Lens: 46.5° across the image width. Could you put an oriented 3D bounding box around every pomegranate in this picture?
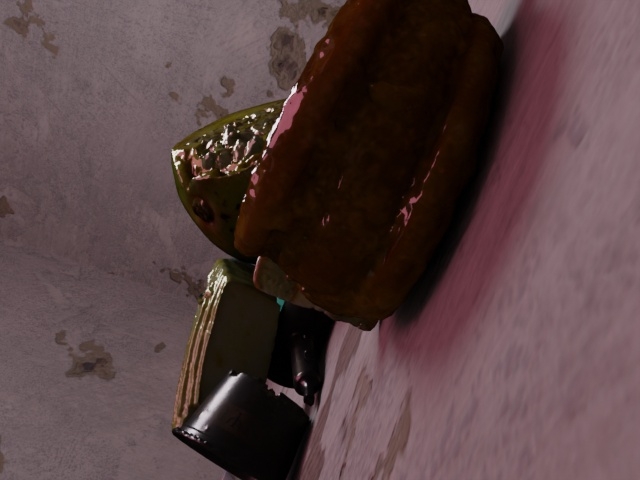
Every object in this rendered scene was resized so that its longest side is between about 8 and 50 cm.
[{"bbox_3d":[-0.026,-0.089,1.066,0.359,0.310,0.216,-28,-70,-37],"label":"pomegranate"}]

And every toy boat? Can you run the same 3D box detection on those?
[{"bbox_3d":[-0.124,0.144,1.033,0.084,0.111,0.276,-28,43,51],"label":"toy boat"}]

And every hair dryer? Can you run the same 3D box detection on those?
[{"bbox_3d":[-0.011,0.133,0.986,0.248,0.078,0.195,-112,41,-72],"label":"hair dryer"}]

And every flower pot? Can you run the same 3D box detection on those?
[{"bbox_3d":[-0.088,0.228,0.906,0.106,0.157,0.157,-60,-2,-22],"label":"flower pot"}]

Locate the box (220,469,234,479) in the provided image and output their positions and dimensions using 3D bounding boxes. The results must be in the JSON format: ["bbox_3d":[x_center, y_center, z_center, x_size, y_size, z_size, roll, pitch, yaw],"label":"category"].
[{"bbox_3d":[-0.150,0.438,1.586,0.139,0.073,0.194,-74,3,-50],"label":"box"}]

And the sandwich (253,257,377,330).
[{"bbox_3d":[0.004,0.012,0.717,0.187,0.117,0.144,120,172,-76],"label":"sandwich"}]

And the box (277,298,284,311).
[{"bbox_3d":[-0.078,0.141,1.809,0.311,0.118,0.205,-73,5,-47],"label":"box"}]

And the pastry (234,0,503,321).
[{"bbox_3d":[0.042,-0.064,0.529,0.235,0.132,0.240,-61,1,-43],"label":"pastry"}]

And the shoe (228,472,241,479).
[{"bbox_3d":[-0.108,0.322,1.159,0.251,0.100,0.103,101,-172,-85],"label":"shoe"}]
